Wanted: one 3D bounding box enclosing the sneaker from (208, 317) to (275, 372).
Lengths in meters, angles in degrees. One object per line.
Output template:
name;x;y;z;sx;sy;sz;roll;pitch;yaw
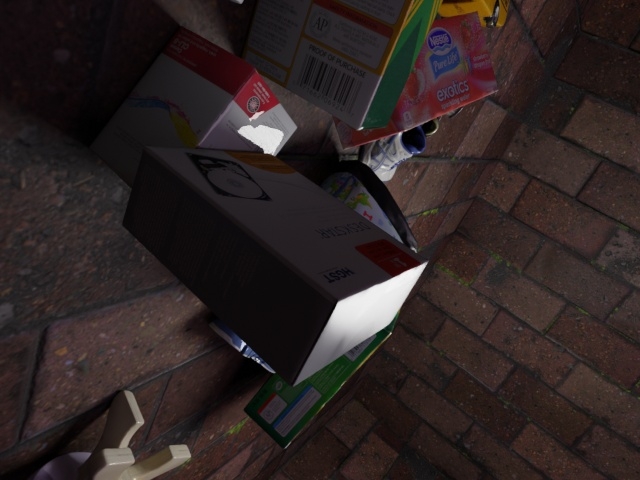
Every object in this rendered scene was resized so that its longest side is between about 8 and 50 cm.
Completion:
sneaker;-0.112;0.188;1.057;0.182;0.127;0.315;-48;156;-10

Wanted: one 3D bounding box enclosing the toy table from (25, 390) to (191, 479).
toy table;-0.352;0.413;0.787;0.161;0.252;0.274;-36;166;-2

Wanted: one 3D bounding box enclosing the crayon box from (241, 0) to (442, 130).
crayon box;0.045;-0.320;0.526;0.083;0.203;0.323;-24;143;-53

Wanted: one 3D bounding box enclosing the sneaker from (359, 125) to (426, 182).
sneaker;0.171;-0.212;1.048;0.112;0.131;0.296;-49;159;-19

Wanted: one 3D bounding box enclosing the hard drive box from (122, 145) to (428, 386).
hard drive box;-0.041;0.004;0.443;0.181;0.232;0.089;-14;135;-57

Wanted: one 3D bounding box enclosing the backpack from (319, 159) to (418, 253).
backpack;0.026;0.045;0.927;0.355;0.290;0.273;-37;-161;-12

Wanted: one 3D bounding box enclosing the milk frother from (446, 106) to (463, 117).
milk frother;0.274;-0.371;1.016;0.143;0.134;0.129;-56;-171;11

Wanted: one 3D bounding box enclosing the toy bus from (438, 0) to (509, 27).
toy bus;0.276;-0.488;0.853;0.332;0.108;0.130;-13;115;-59

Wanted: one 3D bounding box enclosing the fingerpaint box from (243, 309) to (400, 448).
fingerpaint box;0.026;0.310;1.314;0.445;0.163;0.371;-51;172;16

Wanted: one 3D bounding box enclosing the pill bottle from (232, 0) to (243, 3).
pill bottle;-0.046;-0.356;0.317;0.181;0.181;0.323;-7;128;-62

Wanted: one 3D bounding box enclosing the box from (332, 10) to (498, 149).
box;0.159;-0.282;0.790;0.300;0.142;0.154;-29;104;-36

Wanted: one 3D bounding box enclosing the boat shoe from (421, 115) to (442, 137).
boat shoe;0.274;-0.306;1.196;0.223;0.073;0.080;-25;144;-51

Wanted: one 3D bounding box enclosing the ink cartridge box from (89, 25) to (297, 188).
ink cartridge box;-0.144;-0.121;0.535;0.176;0.127;0.128;-53;158;-2

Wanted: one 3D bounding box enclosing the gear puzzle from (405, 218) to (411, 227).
gear puzzle;0.238;0.067;1.709;0.339;0.044;0.175;-55;159;3
